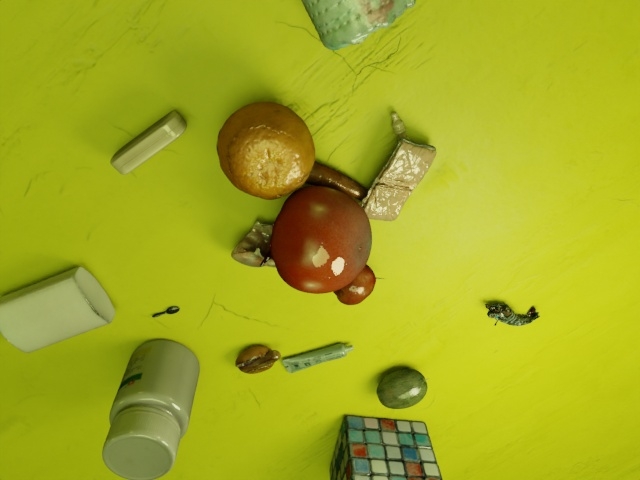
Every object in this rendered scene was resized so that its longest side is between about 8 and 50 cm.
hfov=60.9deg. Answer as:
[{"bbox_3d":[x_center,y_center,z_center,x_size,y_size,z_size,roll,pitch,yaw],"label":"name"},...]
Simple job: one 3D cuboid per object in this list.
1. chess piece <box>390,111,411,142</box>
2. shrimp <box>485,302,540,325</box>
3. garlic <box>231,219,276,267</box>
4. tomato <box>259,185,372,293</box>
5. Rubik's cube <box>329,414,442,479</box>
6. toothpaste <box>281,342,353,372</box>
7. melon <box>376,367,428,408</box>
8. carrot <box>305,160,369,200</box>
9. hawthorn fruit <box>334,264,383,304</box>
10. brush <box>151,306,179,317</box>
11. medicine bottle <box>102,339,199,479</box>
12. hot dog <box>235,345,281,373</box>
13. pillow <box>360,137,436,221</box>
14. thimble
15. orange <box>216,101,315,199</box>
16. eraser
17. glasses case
[{"bbox_3d":[0.187,-0.260,1.283,0.035,0.035,0.092,-22,115,9],"label":"chess piece"},{"bbox_3d":[0.541,0.221,1.551,0.174,0.082,0.076,9,114,-16],"label":"shrimp"},{"bbox_3d":[-0.138,0.026,1.394,0.175,0.099,0.124,11,140,-11],"label":"garlic"},{"bbox_3d":[0.000,0.000,1.280,0.225,0.256,0.255,11,126,32],"label":"tomato"},{"bbox_3d":[0.195,0.764,1.722,0.287,0.292,0.292,7,117,-8],"label":"Rubik's cube"},{"bbox_3d":[-0.006,0.347,1.617,0.218,0.041,0.064,-19,125,12],"label":"toothpaste"},{"bbox_3d":[0.251,0.447,1.644,0.167,0.114,0.114,-26,118,13],"label":"melon"},{"bbox_3d":[0.050,-0.137,1.337,0.210,0.061,0.061,20,117,-19],"label":"carrot"},{"bbox_3d":[0.088,0.102,1.441,0.140,0.125,0.125,-41,119,-18],"label":"hawthorn fruit"},{"bbox_3d":[-0.434,0.202,1.525,0.083,0.008,0.024,-17,122,6],"label":"brush"},{"bbox_3d":[-0.454,0.452,1.476,0.209,0.339,0.208,-1,119,-2],"label":"medicine bottle"},{"bbox_3d":[-0.181,0.352,1.596,0.140,0.060,0.089,-16,124,2],"label":"hot dog"},{"bbox_3d":[0.184,-0.138,1.321,0.126,0.043,0.232,9,127,-30],"label":"pillow"},{"bbox_3d":[0.074,-0.481,1.055,0.211,0.185,0.149,-8,124,40],"label":"thimble"},{"bbox_3d":[-0.120,-0.199,1.210,0.220,0.193,0.219,5,116,11],"label":"orange"},{"bbox_3d":[-0.715,0.189,1.453,0.270,0.094,0.174,-21,118,8],"label":"eraser"},{"bbox_3d":[-0.392,-0.222,1.242,0.196,0.083,0.050,-30,116,15],"label":"glasses case"}]
